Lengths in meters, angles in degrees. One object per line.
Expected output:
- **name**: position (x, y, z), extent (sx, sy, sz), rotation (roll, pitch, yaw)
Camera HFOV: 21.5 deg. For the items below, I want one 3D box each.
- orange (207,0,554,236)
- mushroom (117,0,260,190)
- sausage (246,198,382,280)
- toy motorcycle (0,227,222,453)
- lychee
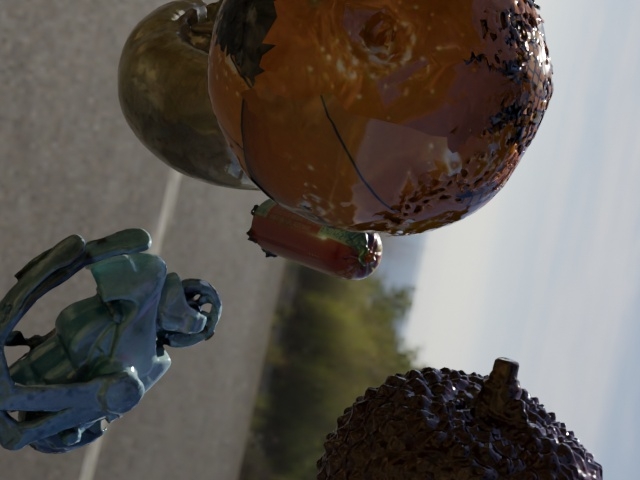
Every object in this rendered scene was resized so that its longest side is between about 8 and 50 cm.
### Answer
- **orange**: position (0.039, -0.116, 1.134), extent (0.182, 0.234, 0.234), rotation (148, -46, -84)
- **mushroom**: position (-0.081, -0.148, 1.600), extent (0.189, 0.254, 0.195), rotation (-51, 155, -54)
- **sausage**: position (0.000, 0.000, 1.902), extent (0.264, 0.083, 0.083), rotation (20, -81, 64)
- **toy motorcycle**: position (-0.241, 0.101, 1.736), extent (0.260, 0.206, 0.154), rotation (-42, -142, 2)
- **lychee**: position (0.124, 0.246, 1.503), extent (0.276, 0.276, 0.304), rotation (-65, 169, -74)
